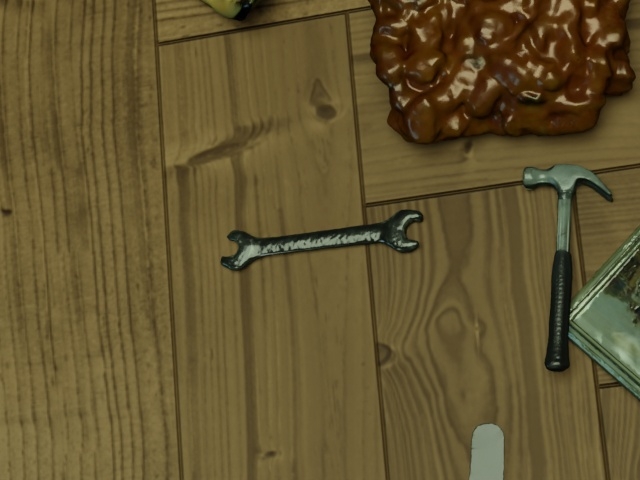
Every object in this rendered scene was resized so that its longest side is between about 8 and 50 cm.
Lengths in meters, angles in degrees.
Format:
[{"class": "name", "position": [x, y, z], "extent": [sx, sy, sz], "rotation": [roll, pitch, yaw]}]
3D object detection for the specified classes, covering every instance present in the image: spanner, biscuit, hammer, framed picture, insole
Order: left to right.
[{"class": "spanner", "position": [0.000, 0.000, 2.017], "extent": [0.254, 0.015, 0.054], "rotation": [-7, 76, 13]}, {"class": "insole", "position": [0.184, 0.283, 1.908], "extent": [0.053, 0.002, 0.153], "rotation": [1, 78, 15]}, {"class": "biscuit", "position": [0.210, -0.269, 1.977], "extent": [0.312, 0.110, 0.318], "rotation": [-3, 76, 13]}, {"class": "hammer", "position": [0.281, 0.030, 1.916], "extent": [0.103, 0.029, 0.246], "rotation": [-1, 70, 13]}, {"class": "framed picture", "position": [0.421, 0.098, 1.865], "extent": [0.274, 0.017, 0.217], "rotation": [41, 90, 26]}]

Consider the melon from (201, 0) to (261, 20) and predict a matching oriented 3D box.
[{"class": "melon", "position": [-0.107, -0.347, 2.102], "extent": [0.128, 0.079, 0.160], "rotation": [-38, 69, -15]}]
